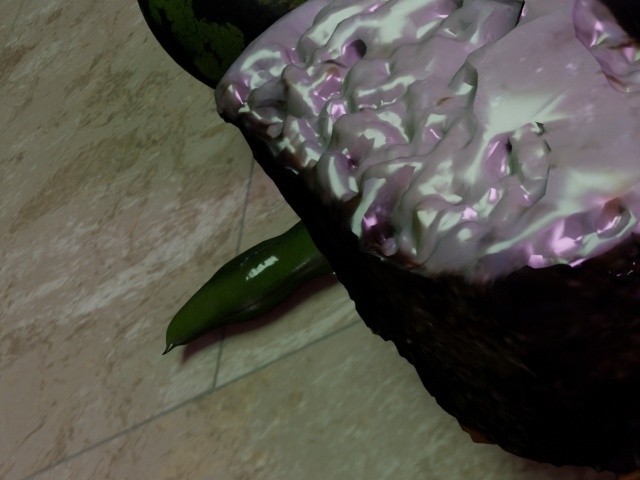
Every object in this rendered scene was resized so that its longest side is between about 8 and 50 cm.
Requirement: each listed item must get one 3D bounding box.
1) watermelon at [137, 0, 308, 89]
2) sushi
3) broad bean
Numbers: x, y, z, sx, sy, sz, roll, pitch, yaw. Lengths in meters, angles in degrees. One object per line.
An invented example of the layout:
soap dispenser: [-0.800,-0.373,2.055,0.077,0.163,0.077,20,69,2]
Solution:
watermelon: [-0.022,-0.227,1.075,0.269,0.269,0.269,-30,33,22]
sushi: [0.106,-0.035,0.733,0.234,0.207,0.348,-32,36,-3]
broad bean: [0.000,0.001,0.964,0.297,0.043,0.060,-32,21,18]
